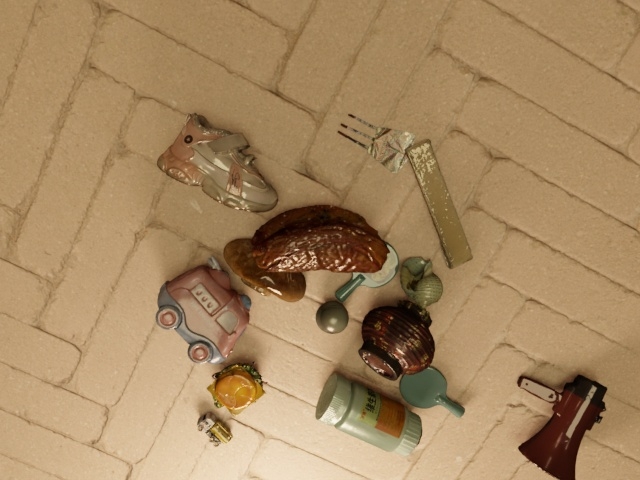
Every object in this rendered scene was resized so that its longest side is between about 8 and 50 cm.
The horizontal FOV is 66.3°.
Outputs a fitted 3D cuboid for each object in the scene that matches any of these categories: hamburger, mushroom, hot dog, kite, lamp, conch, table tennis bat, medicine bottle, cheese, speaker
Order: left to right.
[{"bbox_3d":[-0.269,0.470,1.585,0.190,0.093,0.164,-29,100,5],"label":"hamburger"},{"bbox_3d":[-0.166,0.099,1.463,0.286,0.151,0.156,31,100,-8],"label":"mushroom"},{"bbox_3d":[0.000,0.000,1.374,0.388,0.267,0.174,1,106,-13],"label":"hot dog"},{"bbox_3d":[0.037,0.240,1.524,0.105,0.105,0.105,0,104,0],"label":"lamp"},{"bbox_3d":[0.138,0.102,1.527,0.237,0.038,0.149,-43,100,6],"label":"table tennis bat"},{"bbox_3d":[0.157,0.565,1.579,0.318,0.158,0.158,27,102,-7],"label":"medicine bottle"},{"bbox_3d":[0.165,-0.299,1.439,0.229,0.016,0.127,27,99,-10],"label":"kite"},{"bbox_3d":[0.235,0.296,1.484,0.247,0.247,0.247,0,104,0],"label":"lamp"},{"bbox_3d":[0.301,0.133,1.494,0.135,0.153,0.102,10,130,-12],"label":"conch"},{"bbox_3d":[0.377,0.511,1.630,0.244,0.040,0.153,35,102,-4],"label":"table tennis bat"},{"bbox_3d":[0.361,-0.105,1.474,0.085,0.034,0.400,-23,104,1],"label":"cheese"},{"bbox_3d":[0.771,0.586,1.624,0.259,0.198,0.329,21,88,34],"label":"speaker"}]

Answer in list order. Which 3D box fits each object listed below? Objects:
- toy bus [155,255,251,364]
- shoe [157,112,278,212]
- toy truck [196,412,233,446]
[{"bbox_3d":[-0.335,0.208,1.477,0.232,0.197,0.294,-40,99,-2],"label":"toy bus"},{"bbox_3d":[-0.265,-0.213,1.375,0.351,0.172,0.198,25,100,-8],"label":"shoe"},{"bbox_3d":[-0.354,0.635,1.647,0.063,0.052,0.123,-39,102,4],"label":"toy truck"}]
